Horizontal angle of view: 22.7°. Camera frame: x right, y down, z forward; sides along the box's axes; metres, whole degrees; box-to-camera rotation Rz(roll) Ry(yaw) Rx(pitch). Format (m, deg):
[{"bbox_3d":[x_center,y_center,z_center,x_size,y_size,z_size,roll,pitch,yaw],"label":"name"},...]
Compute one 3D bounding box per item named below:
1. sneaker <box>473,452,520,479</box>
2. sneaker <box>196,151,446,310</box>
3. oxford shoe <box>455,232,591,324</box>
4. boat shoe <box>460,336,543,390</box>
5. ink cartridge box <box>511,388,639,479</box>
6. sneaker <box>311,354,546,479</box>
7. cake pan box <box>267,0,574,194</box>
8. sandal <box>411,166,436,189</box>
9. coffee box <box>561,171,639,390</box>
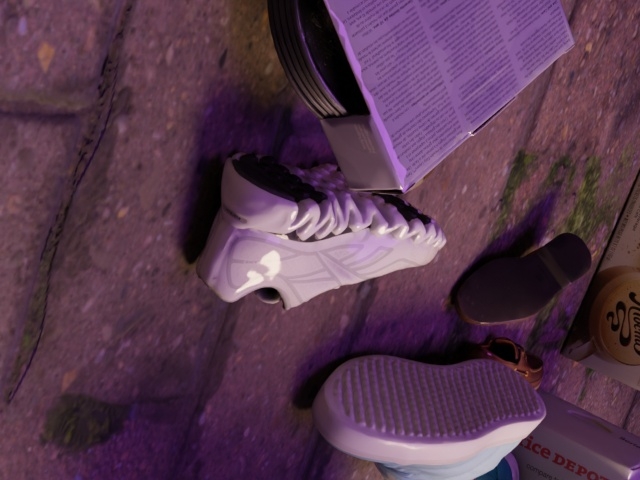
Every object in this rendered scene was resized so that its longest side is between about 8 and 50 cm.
[{"bbox_3d":[0.148,0.393,1.894,0.178,0.124,0.295,-5,109,-63],"label":"sneaker"},{"bbox_3d":[0.000,0.000,1.379,0.292,0.110,0.118,6,114,-52],"label":"sneaker"},{"bbox_3d":[0.223,0.057,1.829,0.212,0.076,0.076,-20,169,-40],"label":"oxford shoe"},{"bbox_3d":[0.222,0.148,1.896,0.178,0.064,0.060,0,114,-57],"label":"boat shoe"},{"bbox_3d":[0.281,0.360,2.009,0.121,0.211,0.289,-6,116,-56],"label":"ink cartridge box"},{"bbox_3d":[0.101,0.215,1.680,0.366,0.135,0.150,7,124,-50],"label":"sneaker"},{"bbox_3d":[0.074,-0.200,1.262,0.267,0.070,0.245,-42,116,-34],"label":"cake pan box"},{"bbox_3d":[0.101,-0.125,1.504,0.072,0.049,0.180,-21,144,-45],"label":"sandal"},{"bbox_3d":[0.469,0.055,2.131,0.119,0.168,0.297,16,98,-62],"label":"coffee box"}]
